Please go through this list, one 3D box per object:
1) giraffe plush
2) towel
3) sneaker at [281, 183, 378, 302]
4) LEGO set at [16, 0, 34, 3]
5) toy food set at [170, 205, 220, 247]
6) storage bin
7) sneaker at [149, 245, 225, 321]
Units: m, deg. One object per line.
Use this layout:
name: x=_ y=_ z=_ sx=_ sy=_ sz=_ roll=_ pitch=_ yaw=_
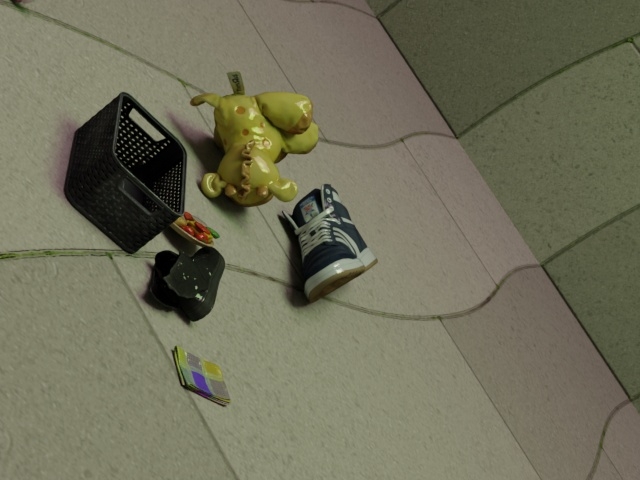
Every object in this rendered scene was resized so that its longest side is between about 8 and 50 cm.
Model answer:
giraffe plush: x=-0.097 y=-0.124 z=1.985 sx=0.210 sy=0.181 sz=0.170 roll=44 pitch=40 yaw=-57
towel: x=-0.139 y=0.158 z=1.584 sx=0.083 sy=0.009 sz=0.060 roll=33 pitch=28 yaw=-46
sneaker: x=0.000 y=0.000 z=2.049 sx=0.153 sy=0.099 sz=0.282 roll=59 pitch=12 yaw=2
LEGO set: x=-0.413 y=-0.426 z=1.887 sx=0.287 sy=0.107 sz=0.132 roll=-93 pitch=177 yaw=-66
toy food set: x=-0.172 y=-0.020 z=1.771 sx=0.083 sy=0.020 sz=0.082 roll=38 pitch=9 yaw=11
storage bin: x=-0.237 y=-0.086 z=1.667 sx=0.122 sy=0.084 sz=0.180 roll=43 pitch=20 yaw=-27
sneaker: x=-0.167 y=0.036 z=1.667 sx=0.089 sy=0.051 sz=0.170 roll=49 pitch=22 yaw=-26
